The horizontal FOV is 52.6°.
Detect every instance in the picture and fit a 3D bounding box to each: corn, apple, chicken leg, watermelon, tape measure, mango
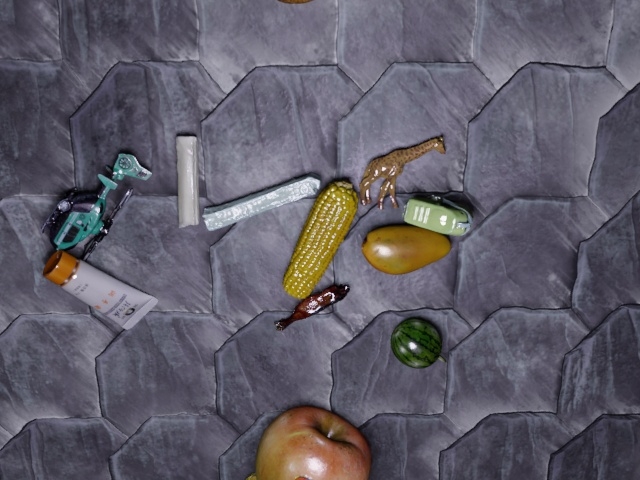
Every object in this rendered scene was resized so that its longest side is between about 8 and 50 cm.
[{"bbox_3d":[0.000,0.000,1.773,0.120,0.120,0.363,21,110,-8],"label":"corn"},{"bbox_3d":[-0.031,0.662,1.880,0.338,0.338,0.305,25,102,-9],"label":"apple"},{"bbox_3d":[-0.030,0.192,1.848,0.253,0.106,0.051,-29,79,14],"label":"chicken leg"},{"bbox_3d":[0.293,0.305,1.868,0.187,0.141,0.141,28,106,-10],"label":"watermelon"},{"bbox_3d":[0.330,-0.067,1.736,0.177,0.154,0.088,21,106,24],"label":"tape measure"},{"bbox_3d":[0.237,0.026,1.789,0.253,0.113,0.139,-2,105,-8],"label":"mango"}]

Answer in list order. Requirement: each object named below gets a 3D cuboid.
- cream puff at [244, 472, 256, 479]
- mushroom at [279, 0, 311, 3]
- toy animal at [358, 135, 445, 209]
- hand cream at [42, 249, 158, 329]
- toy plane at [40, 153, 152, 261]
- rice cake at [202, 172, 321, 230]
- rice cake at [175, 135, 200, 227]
[{"bbox_3d":[-0.176,0.800,2.028,0.156,0.156,0.121,33,87,-11],"label":"cream puff"},{"bbox_3d":[-0.068,-0.736,1.486,0.344,0.239,0.345,-7,128,-9],"label":"mushroom"},{"bbox_3d":[0.211,-0.192,1.745,0.149,0.054,0.276,35,104,-14],"label":"toy animal"},{"bbox_3d":[-0.618,0.142,1.809,0.139,0.089,0.314,-44,128,14],"label":"hand cream"},{"bbox_3d":[-0.617,-0.085,1.745,0.155,0.106,0.382,34,104,-18],"label":"toy plane"},{"bbox_3d":[-0.155,-0.107,1.759,0.336,0.066,0.063,-18,108,4],"label":"rice cake"},{"bbox_3d":[-0.356,-0.156,1.746,0.057,0.052,0.256,3,108,1],"label":"rice cake"}]
